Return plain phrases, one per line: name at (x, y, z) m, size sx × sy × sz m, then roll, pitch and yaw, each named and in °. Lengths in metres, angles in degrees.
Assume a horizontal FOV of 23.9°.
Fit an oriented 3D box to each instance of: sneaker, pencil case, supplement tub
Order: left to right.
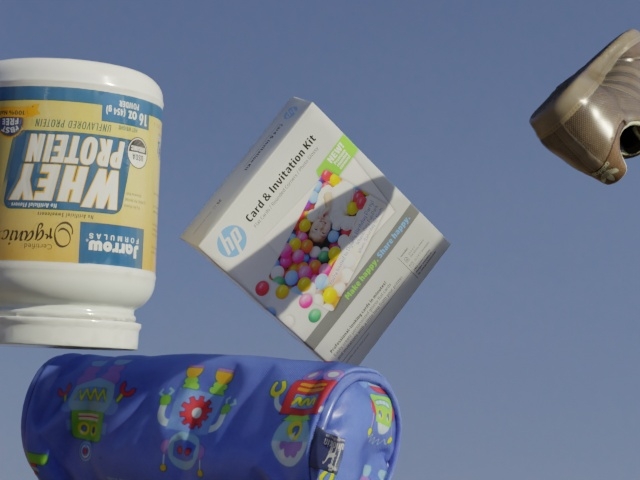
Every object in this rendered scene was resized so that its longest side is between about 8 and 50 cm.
supplement tub at (-0.189, -0.022, 1.095) m, size 0.144 × 0.200 × 0.144 m, roll 1°, pitch -6°, yaw 0°
pencil case at (-0.088, 0.155, 1.155) m, size 0.306 × 0.133 × 0.119 m, roll -1°, pitch -32°, yaw 31°
sneaker at (0.200, -0.089, 1.054) m, size 0.066 × 0.071 × 0.188 m, roll -40°, pitch 0°, yaw 35°

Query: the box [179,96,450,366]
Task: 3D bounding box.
box at (0.000, 0.000, 1.200) m, size 0.186 × 0.145 × 0.038 m, roll 44°, pitch -11°, yaw -30°
